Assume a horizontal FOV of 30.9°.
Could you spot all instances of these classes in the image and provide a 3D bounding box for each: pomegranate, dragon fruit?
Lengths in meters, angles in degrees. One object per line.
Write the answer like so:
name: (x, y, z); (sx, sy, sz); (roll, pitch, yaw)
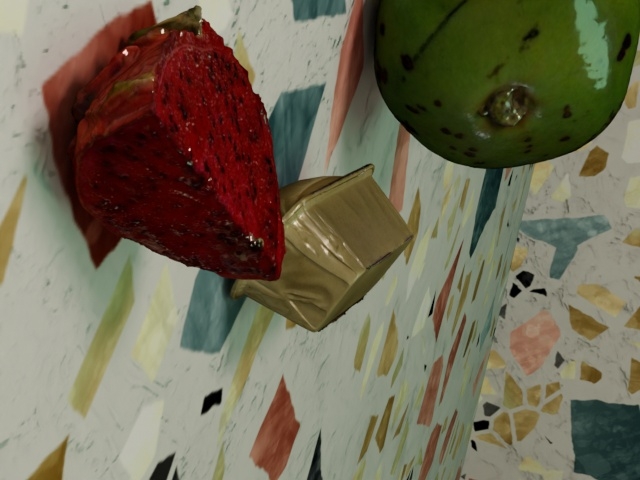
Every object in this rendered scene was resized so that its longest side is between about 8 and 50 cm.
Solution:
pomegranate: (0.166, -0.198, 1.047); (0.254, 0.254, 0.270); (88, 13, -49)
dragon fruit: (-0.077, -0.052, 0.590); (0.162, 0.083, 0.106); (49, 37, -52)

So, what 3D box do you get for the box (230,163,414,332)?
box: (0.000, 0.000, 0.890); (0.177, 0.111, 0.111); (-33, 136, -63)
